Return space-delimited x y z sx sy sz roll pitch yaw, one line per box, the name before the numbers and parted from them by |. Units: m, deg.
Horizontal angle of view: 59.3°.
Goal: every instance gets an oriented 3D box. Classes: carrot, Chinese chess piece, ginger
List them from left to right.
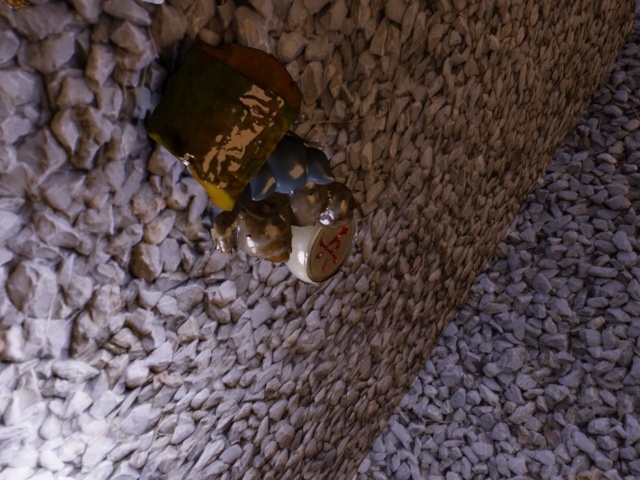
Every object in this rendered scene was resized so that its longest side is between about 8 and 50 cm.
carrot | -0.179 -0.249 1.088 0.341 0.241 0.241 -59 145 -1
ginger | -0.092 -0.074 1.362 0.375 0.176 0.256 -34 117 -24
Chinese chess piece | 0.000 0.000 1.604 0.249 0.103 0.250 -33 137 -38

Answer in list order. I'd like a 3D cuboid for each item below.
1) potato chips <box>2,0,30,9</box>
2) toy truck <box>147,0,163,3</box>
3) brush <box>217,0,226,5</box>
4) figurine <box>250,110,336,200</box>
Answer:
potato chips | -0.490 -0.399 0.775 0.037 0.026 0.204 -57 144 -14
toy truck | -0.283 -0.512 0.900 0.114 0.098 0.227 -4 115 -58
brush | -0.175 -0.551 1.077 0.062 0.016 0.193 0 120 -28
figurine | -0.075 -0.223 1.246 0.193 0.140 0.265 -4 92 -15
